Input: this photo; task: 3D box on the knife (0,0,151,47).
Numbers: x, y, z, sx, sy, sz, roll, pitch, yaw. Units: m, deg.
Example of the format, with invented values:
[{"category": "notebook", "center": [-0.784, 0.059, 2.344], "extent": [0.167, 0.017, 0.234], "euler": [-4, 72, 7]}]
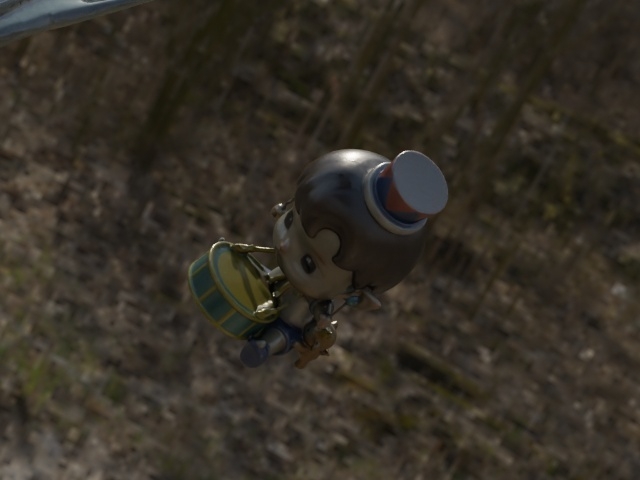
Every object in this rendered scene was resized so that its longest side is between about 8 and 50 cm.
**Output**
[{"category": "knife", "center": [-0.109, -0.122, 0.744], "extent": [0.265, 0.040, 0.073], "euler": [-26, 59, -40]}]

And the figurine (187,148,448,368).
[{"category": "figurine", "center": [0.006, 0.002, 1.595], "extent": [0.158, 0.275, 0.161], "euler": [19, 36, -50]}]
